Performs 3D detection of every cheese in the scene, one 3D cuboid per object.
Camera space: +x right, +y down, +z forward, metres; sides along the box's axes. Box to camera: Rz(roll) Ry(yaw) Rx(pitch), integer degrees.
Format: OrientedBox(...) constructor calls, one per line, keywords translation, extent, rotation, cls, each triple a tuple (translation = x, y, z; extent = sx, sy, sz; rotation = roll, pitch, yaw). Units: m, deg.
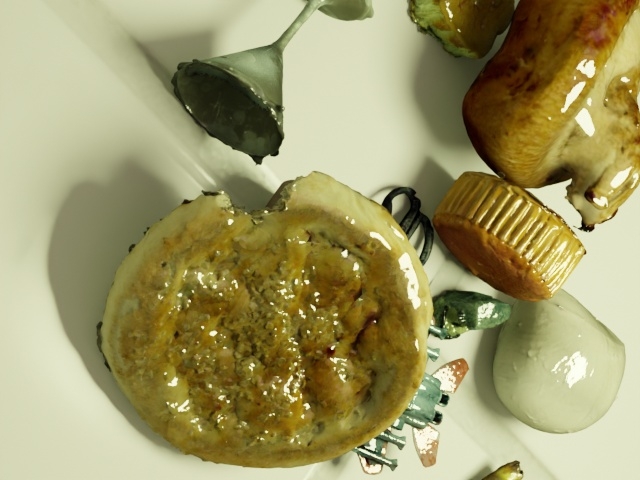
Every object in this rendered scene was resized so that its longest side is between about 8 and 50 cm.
OrientedBox(translation=(0.330, 0.174, 1.776), extent=(0.198, 0.154, 0.189), rotation=(37, 77, -34), cls="cheese")

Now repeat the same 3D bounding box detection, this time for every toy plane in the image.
OrientedBox(translation=(0.046, 0.161, 1.585), extent=(0.326, 0.104, 0.223), rotation=(30, 76, -35), cls="toy plane")

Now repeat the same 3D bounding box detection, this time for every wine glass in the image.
OrientedBox(translation=(-0.045, -0.224, 1.469), extent=(0.156, 0.156, 0.232), rotation=(51, 61, -28), cls="wine glass")

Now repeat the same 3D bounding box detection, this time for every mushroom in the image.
OrientedBox(translation=(0.349, -0.196, 1.678), extent=(0.345, 0.259, 0.345), rotation=(-45, 155, -28), cls="mushroom")

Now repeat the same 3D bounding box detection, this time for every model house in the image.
OrientedBox(translation=(0.200, 0.102, 1.713), extent=(0.078, 0.083, 0.066), rotation=(-9, 100, -38), cls="model house")

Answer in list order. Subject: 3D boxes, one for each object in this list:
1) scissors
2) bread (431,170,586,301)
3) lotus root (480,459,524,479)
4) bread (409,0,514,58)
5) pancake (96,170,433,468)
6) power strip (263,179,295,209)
OrientedBox(translation=(0.068, 0.045, 1.593), extent=(0.109, 0.022, 0.300), rotation=(61, 41, -24), cls="scissors")
OrientedBox(translation=(0.240, 0.000, 1.676), extent=(0.199, 0.199, 0.104), rotation=(42, 77, -32), cls="bread")
OrientedBox(translation=(0.231, 0.392, 1.757), extent=(0.108, 0.094, 0.191), rotation=(63, 35, -69), cls="lotus root")
OrientedBox(translation=(0.194, -0.317, 1.690), extent=(0.128, 0.069, 0.140), rotation=(41, 70, -33), cls="bread")
OrientedBox(translation=(-0.057, 0.095, 1.419), extent=(0.382, 0.071, 0.382), rotation=(-5, 118, -10), cls="pancake")
OrientedBox(translation=(0.000, 0.000, 1.506), extent=(0.154, 0.154, 0.078), rotation=(45, 69, -31), cls="power strip")
